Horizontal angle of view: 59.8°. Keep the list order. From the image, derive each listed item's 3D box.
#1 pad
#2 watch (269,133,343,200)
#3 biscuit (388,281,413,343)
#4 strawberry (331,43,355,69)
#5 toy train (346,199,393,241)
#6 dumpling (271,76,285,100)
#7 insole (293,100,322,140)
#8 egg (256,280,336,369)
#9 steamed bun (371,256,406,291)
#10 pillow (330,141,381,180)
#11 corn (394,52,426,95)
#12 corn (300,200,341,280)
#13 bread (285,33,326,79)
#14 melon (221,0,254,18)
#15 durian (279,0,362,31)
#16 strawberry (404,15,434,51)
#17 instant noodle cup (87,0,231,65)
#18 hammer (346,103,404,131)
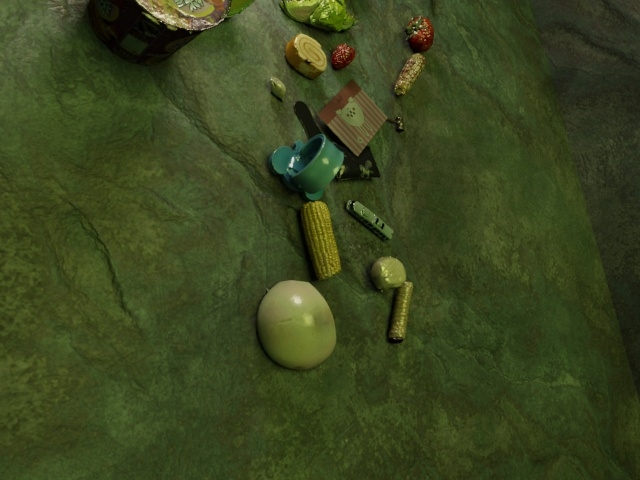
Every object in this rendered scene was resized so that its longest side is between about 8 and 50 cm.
[{"bbox_3d":[0.122,-0.443,1.984,0.202,0.005,0.300,45,47,-9],"label":"pad"},{"bbox_3d":[-0.023,-0.238,1.704,0.211,0.193,0.211,12,70,-38],"label":"watch"},{"bbox_3d":[0.273,0.243,1.883,0.055,0.061,0.219,46,48,-47],"label":"biscuit"},{"bbox_3d":[0.078,-0.663,2.011,0.083,0.083,0.096,38,90,-25],"label":"strawberry"},{"bbox_3d":[0.169,-0.071,1.909,0.207,0.047,0.043,37,54,-27],"label":"toy train"},{"bbox_3d":[-0.135,-0.496,1.799,0.077,0.043,0.059,37,33,-21],"label":"dumpling"},{"bbox_3d":[-0.020,-0.353,1.871,0.086,0.005,0.253,-29,95,-43],"label":"insole"},{"bbox_3d":[-0.047,0.242,1.547,0.206,0.162,0.271,-41,102,-42],"label":"egg"},{"bbox_3d":[0.220,0.111,1.861,0.130,0.091,0.112,-11,81,-43],"label":"steamed bun"},{"bbox_3d":[0.119,-0.272,1.926,0.208,0.055,0.141,-4,72,-41],"label":"pillow"},{"bbox_3d":[0.360,-0.666,2.243,0.079,0.079,0.237,43,54,-21],"label":"corn"},{"bbox_3d":[0.000,0.000,1.712,0.093,0.093,0.244,-3,77,-41],"label":"corn"},{"bbox_3d":[-0.044,-0.632,1.897,0.149,0.073,0.122,27,58,-31],"label":"bread"},{"bbox_3d":[-0.329,-0.777,1.685,0.265,0.129,0.169,-16,64,-39],"label":"melon"},{"bbox_3d":[0.027,-0.820,2.000,0.375,0.106,0.132,-2,83,-36],"label":"durian"},{"bbox_3d":[0.428,-0.862,2.338,0.148,0.131,0.131,18,64,-26],"label":"strawberry"},{"bbox_3d":[-0.439,-0.628,1.437,0.340,0.266,0.340,15,67,-37],"label":"instant noodle cup"},{"bbox_3d":[0.205,-0.468,2.087,0.292,0.029,0.058,9,68,-36],"label":"hammer"}]
